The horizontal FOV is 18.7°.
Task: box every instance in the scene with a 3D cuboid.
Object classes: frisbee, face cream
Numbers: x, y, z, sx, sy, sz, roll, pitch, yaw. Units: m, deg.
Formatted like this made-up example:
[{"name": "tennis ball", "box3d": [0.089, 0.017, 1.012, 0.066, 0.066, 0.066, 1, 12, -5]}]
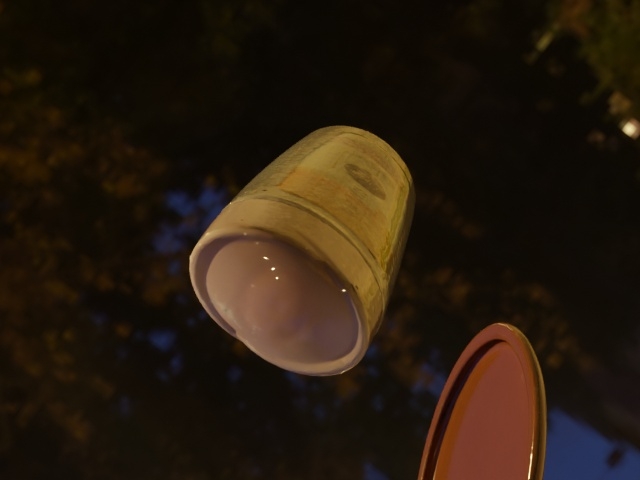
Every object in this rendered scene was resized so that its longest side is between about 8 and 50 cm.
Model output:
[{"name": "frisbee", "box3d": [0.119, 0.186, 1.479, 0.021, 0.251, 0.251, 13, -161, -12]}, {"name": "face cream", "box3d": [0.000, 0.000, 1.127, 0.107, 0.073, 0.269, 34, -162, 0]}]
